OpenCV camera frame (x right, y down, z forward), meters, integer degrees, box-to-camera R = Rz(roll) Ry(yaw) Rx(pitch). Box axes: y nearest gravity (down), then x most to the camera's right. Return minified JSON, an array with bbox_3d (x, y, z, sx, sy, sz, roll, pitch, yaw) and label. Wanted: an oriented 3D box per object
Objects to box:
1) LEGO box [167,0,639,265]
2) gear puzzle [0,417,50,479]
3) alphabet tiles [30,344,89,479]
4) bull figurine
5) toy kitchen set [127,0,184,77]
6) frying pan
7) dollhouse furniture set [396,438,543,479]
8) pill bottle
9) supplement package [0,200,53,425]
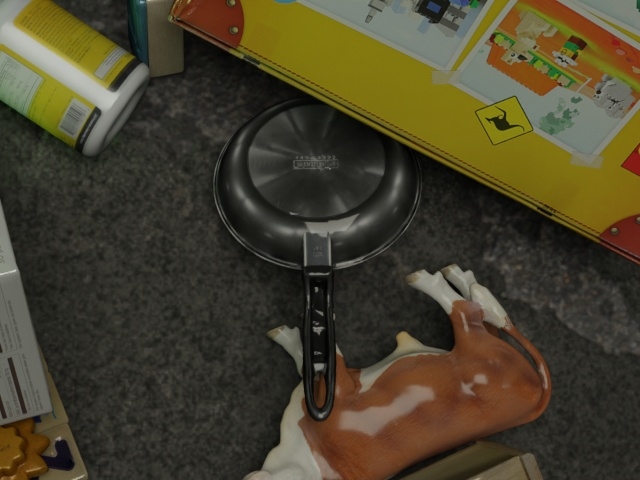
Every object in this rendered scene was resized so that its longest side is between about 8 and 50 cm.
[{"bbox_3d":[0.181,-0.255,1.271,0.500,0.372,0.193,27,36,-12],"label":"LEGO box"},{"bbox_3d":[-0.395,0.171,1.238,0.339,0.044,0.175,7,55,7],"label":"gear puzzle"},{"bbox_3d":[-0.385,0.196,1.256,0.343,0.011,0.285,-21,56,-13],"label":"alphabet tiles"},{"bbox_3d":[0.056,0.143,1.362,0.310,0.101,0.188,-19,82,-13],"label":"bull figurine"},{"bbox_3d":[-0.232,-0.259,1.391,0.166,0.122,0.207,-12,63,-11],"label":"toy kitchen set"},{"bbox_3d":[-0.027,-0.011,1.352,0.197,0.053,0.326,18,60,12],"label":"frying pan"},{"bbox_3d":[0.136,0.318,1.273,0.161,0.212,0.242,-23,96,-15],"label":"dollhouse furniture set"},{"bbox_3d":[-0.257,-0.166,1.359,0.184,0.103,0.103,34,77,-3],"label":"pill bottle"},{"bbox_3d":[-0.330,0.003,1.217,0.145,0.204,0.261,-15,54,-12],"label":"supplement package"}]
